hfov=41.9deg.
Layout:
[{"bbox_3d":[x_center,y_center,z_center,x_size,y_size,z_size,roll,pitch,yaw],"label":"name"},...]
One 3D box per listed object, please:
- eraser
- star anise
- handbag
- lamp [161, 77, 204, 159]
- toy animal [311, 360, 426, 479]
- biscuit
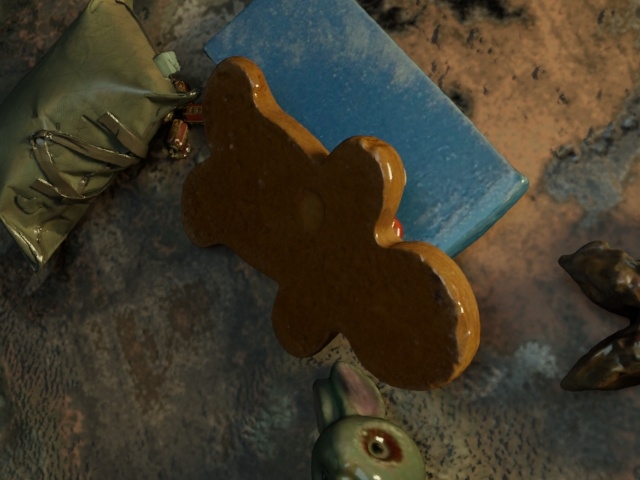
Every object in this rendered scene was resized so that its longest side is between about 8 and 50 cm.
[{"bbox_3d":[0.032,-0.110,0.747,0.144,0.042,0.312,-41,68,5],"label":"eraser"},{"bbox_3d":[0.269,0.049,0.609,0.197,0.073,0.212,27,84,20],"label":"star anise"},{"bbox_3d":[-0.235,-0.105,0.795,0.270,0.117,0.182,-40,68,18],"label":"handbag"},{"bbox_3d":[-0.144,-0.125,0.819,0.063,0.031,0.083,-45,64,2],"label":"lamp"},{"bbox_3d":[0.041,0.201,0.629,0.127,0.125,0.251,-21,61,-17],"label":"toy animal"},{"bbox_3d":[0.002,-0.001,0.687,0.324,0.049,0.205,38,123,32],"label":"biscuit"}]
